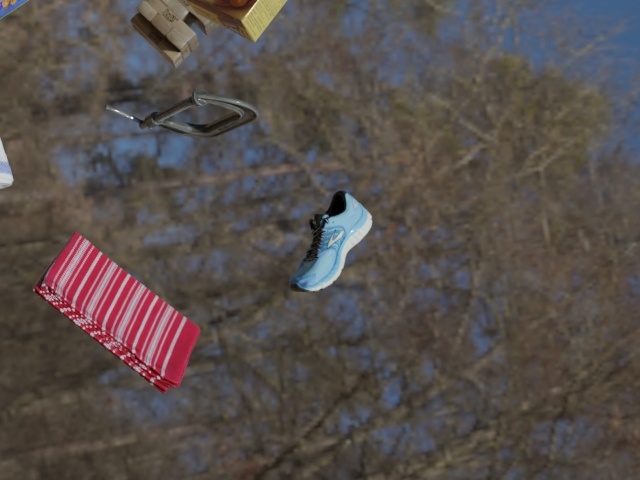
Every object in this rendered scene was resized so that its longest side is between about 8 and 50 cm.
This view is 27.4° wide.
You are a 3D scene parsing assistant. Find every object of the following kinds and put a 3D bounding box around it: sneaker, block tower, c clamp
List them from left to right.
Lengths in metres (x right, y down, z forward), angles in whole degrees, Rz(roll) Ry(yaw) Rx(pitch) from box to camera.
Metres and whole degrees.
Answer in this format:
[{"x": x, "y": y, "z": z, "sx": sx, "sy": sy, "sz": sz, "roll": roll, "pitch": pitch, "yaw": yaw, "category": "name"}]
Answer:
[{"x": -0.159, "y": -0.151, "z": 1.574, "sx": 0.160, "sy": 0.137, "sz": 0.022, "roll": -14, "pitch": -116, "yaw": 44, "category": "c clamp"}, {"x": -0.127, "y": -0.405, "z": 1.918, "sx": 0.097, "sy": 0.335, "sz": 0.091, "roll": 44, "pitch": -3, "yaw": 0, "category": "block tower"}, {"x": 0.000, "y": 0.000, "z": 1.699, "sx": 0.063, "sy": 0.162, "sz": 0.073, "roll": -1, "pitch": -45, "yaw": 43, "category": "sneaker"}]

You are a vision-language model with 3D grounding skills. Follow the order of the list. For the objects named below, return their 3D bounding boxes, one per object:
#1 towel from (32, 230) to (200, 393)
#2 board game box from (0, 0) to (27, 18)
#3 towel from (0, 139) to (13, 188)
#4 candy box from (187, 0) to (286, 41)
[{"x": -0.320, "y": 0.112, "z": 2.118, "sx": 0.031, "sy": 0.275, "sz": 0.199, "roll": -45, "pitch": -168, "yaw": 25, "category": "towel"}, {"x": -0.535, "y": -0.353, "z": 1.528, "sx": 0.347, "sy": 0.233, "sz": 0.078, "roll": 38, "pitch": -34, "yaw": 13, "category": "board game box"}, {"x": -0.420, "y": -0.177, "z": 1.310, "sx": 0.034, "sy": 0.209, "sz": 0.285, "roll": -20, "pitch": -97, "yaw": 36, "category": "towel"}, {"x": -0.075, "y": -0.352, "z": 1.655, "sx": 0.109, "sy": 0.187, "sz": 0.053, "roll": 30, "pitch": -13, "yaw": 30, "category": "candy box"}]
